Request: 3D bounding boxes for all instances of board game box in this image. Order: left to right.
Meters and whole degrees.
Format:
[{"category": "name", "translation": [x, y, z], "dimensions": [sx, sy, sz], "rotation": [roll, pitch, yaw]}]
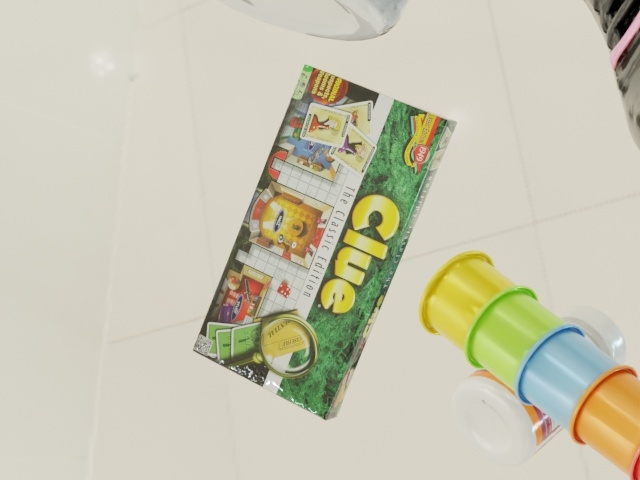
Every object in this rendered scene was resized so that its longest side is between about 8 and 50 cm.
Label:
[{"category": "board game box", "translation": [0.000, 0.000, 0.864], "dimensions": [0.136, 0.030, 0.259], "rotation": [24, 97, 19]}]

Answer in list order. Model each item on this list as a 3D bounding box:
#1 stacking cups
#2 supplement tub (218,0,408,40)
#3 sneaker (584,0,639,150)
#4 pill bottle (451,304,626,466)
[{"category": "stacking cups", "translation": [0.223, 0.125, 0.916], "dimensions": [0.316, 0.096, 0.096], "rotation": [39, 101, 39]}, {"category": "supplement tub", "translation": [0.008, -0.182, 0.399], "dimensions": [0.117, 0.117, 0.190], "rotation": [19, 87, 32]}, {"category": "sneaker", "translation": [0.151, -0.144, 0.553], "dimensions": [0.147, 0.295, 0.104], "rotation": [30, 128, -5]}, {"category": "pill bottle", "translation": [0.275, 0.174, 1.314], "dimensions": [0.121, 0.221, 0.121], "rotation": [31, 137, 35]}]
